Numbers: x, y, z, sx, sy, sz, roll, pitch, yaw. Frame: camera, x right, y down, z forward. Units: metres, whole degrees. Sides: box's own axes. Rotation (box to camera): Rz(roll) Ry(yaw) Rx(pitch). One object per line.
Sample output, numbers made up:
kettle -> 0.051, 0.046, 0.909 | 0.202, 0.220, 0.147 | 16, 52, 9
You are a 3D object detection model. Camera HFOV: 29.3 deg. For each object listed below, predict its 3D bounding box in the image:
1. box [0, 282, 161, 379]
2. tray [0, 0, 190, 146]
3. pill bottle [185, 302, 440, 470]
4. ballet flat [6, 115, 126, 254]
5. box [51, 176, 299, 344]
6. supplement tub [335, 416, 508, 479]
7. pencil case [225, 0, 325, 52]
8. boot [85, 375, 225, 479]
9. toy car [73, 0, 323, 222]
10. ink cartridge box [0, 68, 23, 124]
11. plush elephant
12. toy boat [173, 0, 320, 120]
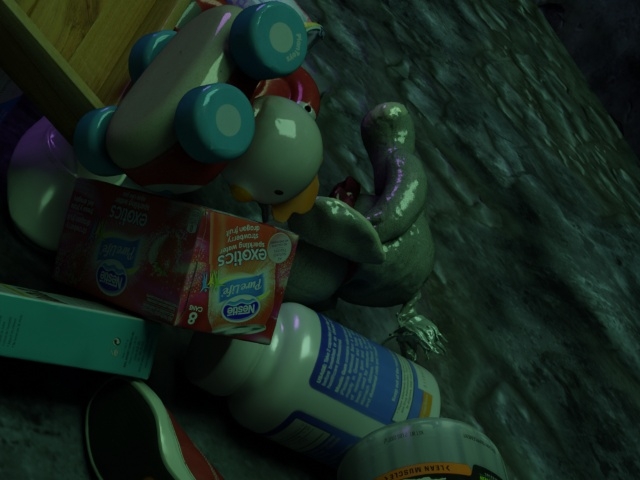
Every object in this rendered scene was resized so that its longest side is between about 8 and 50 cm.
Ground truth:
box -> -0.285, 0.080, 1.181 | 0.244, 0.060, 0.100 | 14, -1, -35
tray -> -0.248, -0.315, 1.397 | 0.203, 0.076, 0.411 | 51, 39, -28
pill bottle -> -0.010, 0.162, 1.389 | 0.272, 0.152, 0.152 | 29, 31, -24
ballet flat -> -0.265, -0.134, 1.487 | 0.139, 0.139, 0.400 | 37, 29, -11
box -> -0.159, 0.018, 1.292 | 0.128, 0.123, 0.256 | 16, -1, -41
supplement tub -> 0.122, 0.355, 1.255 | 0.193, 0.193, 0.316 | 27, 32, -27
pencil case -> -0.118, -0.407, 2.058 | 0.273, 0.113, 0.124 | 49, 7, 13
boot -> -0.127, 0.246, 1.222 | 0.244, 0.088, 0.176 | 50, 8, 36
toy car -> -0.082, -0.095, 1.252 | 0.238, 0.219, 0.210 | 46, 60, -30
ink cartridge box -> -0.448, -0.219, 1.324 | 0.232, 0.171, 0.168 | -8, 57, -55
plush elephant -> 0.000, 0.000, 1.493 | 0.255, 0.272, 0.330 | 16, 40, -44
toy boat -> -0.094, -0.218, 1.507 | 0.231, 0.151, 0.151 | 40, 55, -12
